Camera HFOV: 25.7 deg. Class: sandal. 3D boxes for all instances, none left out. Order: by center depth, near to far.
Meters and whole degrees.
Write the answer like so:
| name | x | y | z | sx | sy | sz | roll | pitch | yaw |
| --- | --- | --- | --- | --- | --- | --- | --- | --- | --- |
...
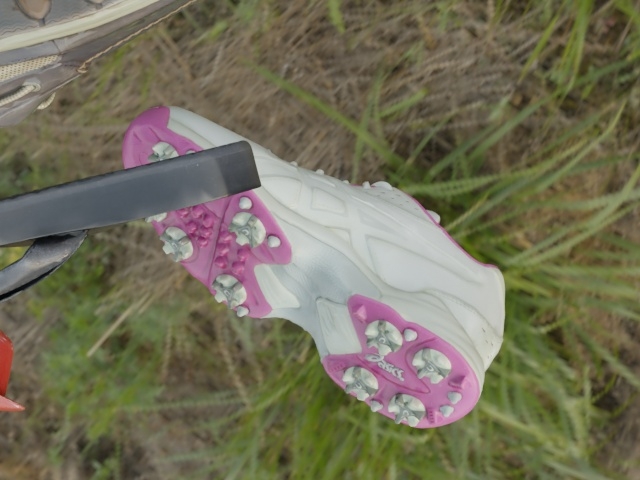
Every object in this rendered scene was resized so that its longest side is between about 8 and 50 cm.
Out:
| name | x | y | z | sx | sy | sz | roll | pitch | yaw |
| --- | --- | --- | --- | --- | --- | --- | --- | --- | --- |
| sandal | -0.152 | 0.006 | 0.693 | 0.255 | 0.097 | 0.054 | -14 | 95 | -5 |

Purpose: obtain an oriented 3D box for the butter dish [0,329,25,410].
| name | x | y | z | sx | sy | sz | roll | pitch | yaw |
| --- | --- | --- | --- | --- | --- | --- | --- | --- | --- |
| butter dish | -0.380 | 0.101 | 1.426 | 0.160 | 0.118 | 0.160 | 30 | 159 | -32 |

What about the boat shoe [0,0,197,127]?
| name | x | y | z | sx | sy | sz | roll | pitch | yaw |
| --- | --- | --- | --- | --- | --- | --- | --- | --- | --- |
| boat shoe | -0.226 | -0.148 | 0.933 | 0.356 | 0.132 | 0.130 | -18 | 159 | -2 |

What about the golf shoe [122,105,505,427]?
| name | x | y | z | sx | sy | sz | roll | pitch | yaw |
| --- | --- | --- | --- | --- | --- | --- | --- | --- | --- |
| golf shoe | 0.000 | 0.000 | 0.996 | 0.306 | 0.140 | 0.115 | 39 | 137 | 1 |
